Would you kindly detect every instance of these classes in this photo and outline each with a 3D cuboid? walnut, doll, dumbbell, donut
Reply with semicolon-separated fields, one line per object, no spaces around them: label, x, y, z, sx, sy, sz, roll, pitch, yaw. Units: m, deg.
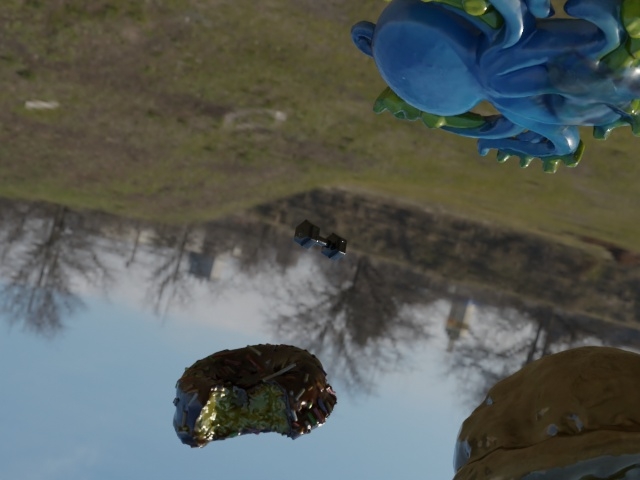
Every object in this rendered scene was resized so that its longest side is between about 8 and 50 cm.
walnut;0.346;0.312;1.359;0.383;0.384;0.383;15;-178;0
doll;0.170;-0.183;1.001;0.341;0.099;0.346;12;158;28
dumbbell;0.000;0.000;1.491;0.083;0.036;0.040;25;-172;-44
donut;-0.092;0.207;1.465;0.230;0.096;0.216;-5;-166;19
